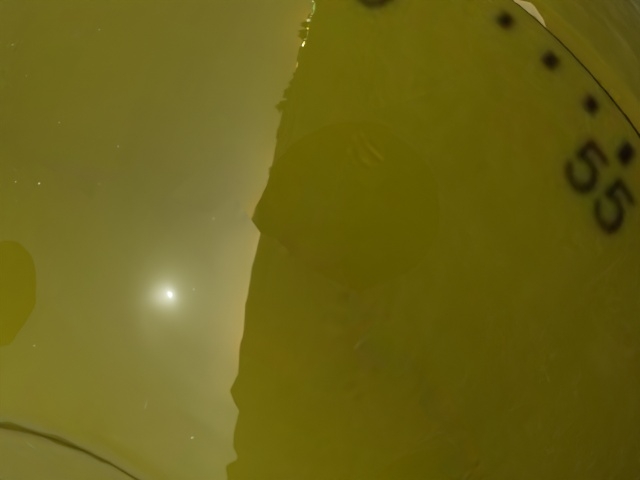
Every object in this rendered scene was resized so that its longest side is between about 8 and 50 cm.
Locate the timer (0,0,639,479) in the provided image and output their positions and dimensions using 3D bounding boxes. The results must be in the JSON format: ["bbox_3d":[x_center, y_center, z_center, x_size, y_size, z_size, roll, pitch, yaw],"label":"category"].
[{"bbox_3d":[0.000,0.000,0.625,0.387,0.376,0.376,-52,-24,-46],"label":"timer"}]
